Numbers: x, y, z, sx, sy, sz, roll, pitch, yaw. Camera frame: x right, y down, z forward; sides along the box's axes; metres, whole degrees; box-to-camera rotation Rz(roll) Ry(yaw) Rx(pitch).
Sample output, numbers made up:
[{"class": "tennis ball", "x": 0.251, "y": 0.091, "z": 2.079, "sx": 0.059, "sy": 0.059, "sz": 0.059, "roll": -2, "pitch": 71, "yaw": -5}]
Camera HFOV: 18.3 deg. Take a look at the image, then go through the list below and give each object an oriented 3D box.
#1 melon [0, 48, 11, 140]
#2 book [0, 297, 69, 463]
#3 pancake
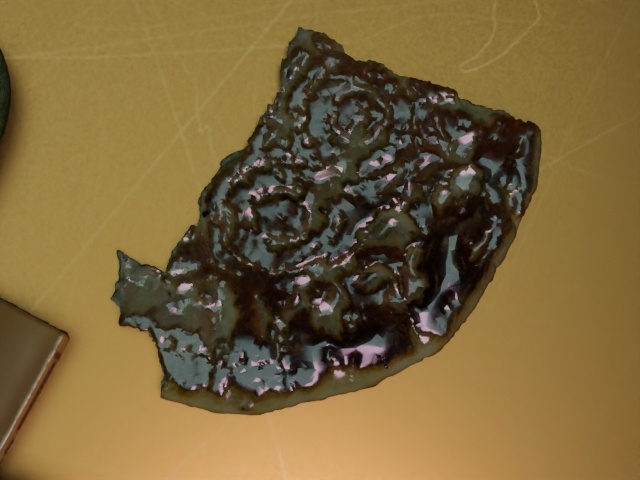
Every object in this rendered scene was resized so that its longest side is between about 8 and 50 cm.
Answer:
[{"class": "melon", "x": -0.396, "y": -0.085, "z": 1.812, "sx": 0.182, "sy": 0.182, "sz": 0.287, "roll": 27, "pitch": 71, "yaw": -2}, {"class": "book", "x": -0.433, "y": 0.197, "z": 1.838, "sx": 0.269, "sy": 0.032, "sz": 0.389, "roll": 28, "pitch": 84, "yaw": 15}, {"class": "pancake", "x": 0.005, "y": 0.003, "z": 1.914, "sx": 0.305, "sy": 0.067, "sz": 0.426, "roll": 38, "pitch": 87, "yaw": 6}]
